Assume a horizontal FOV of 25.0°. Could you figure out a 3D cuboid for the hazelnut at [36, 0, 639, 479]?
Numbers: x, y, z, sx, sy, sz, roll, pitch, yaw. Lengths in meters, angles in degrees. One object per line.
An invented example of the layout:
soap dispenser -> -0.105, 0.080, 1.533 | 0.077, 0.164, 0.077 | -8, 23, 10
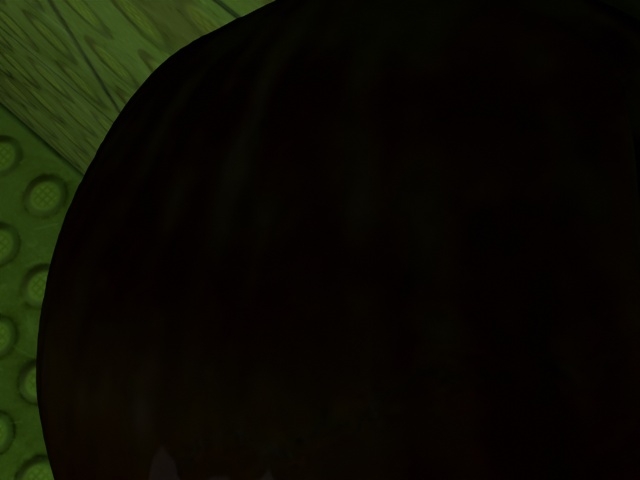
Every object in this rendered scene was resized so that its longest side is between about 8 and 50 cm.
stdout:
hazelnut -> 0.068, 0.060, 0.767 | 0.429, 0.402, 0.402 | 6, 144, 52
